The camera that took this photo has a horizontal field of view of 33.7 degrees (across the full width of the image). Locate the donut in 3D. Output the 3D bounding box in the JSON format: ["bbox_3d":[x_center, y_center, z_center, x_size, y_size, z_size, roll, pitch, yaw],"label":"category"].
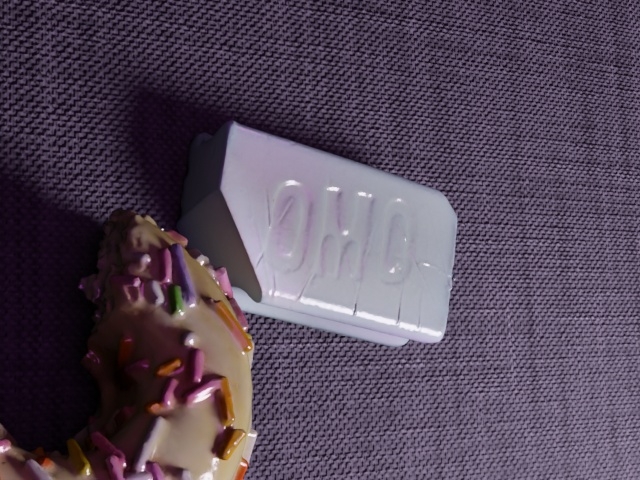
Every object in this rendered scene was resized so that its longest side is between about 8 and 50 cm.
[{"bbox_3d":[-0.210,0.144,0.877,0.371,0.150,0.307,-25,76,-34],"label":"donut"}]

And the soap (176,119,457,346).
[{"bbox_3d":[0.000,0.000,1.101,0.289,0.095,0.173,16,73,-29],"label":"soap"}]
